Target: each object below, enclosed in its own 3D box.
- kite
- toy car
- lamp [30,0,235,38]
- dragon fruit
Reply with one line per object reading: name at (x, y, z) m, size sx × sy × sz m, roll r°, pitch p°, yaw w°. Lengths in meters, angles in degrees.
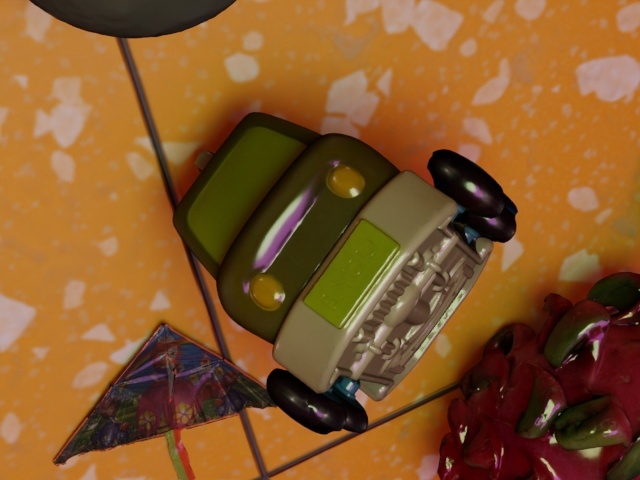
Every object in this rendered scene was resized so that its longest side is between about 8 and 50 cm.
kite at (-0.114, 0.128, 1.092) m, size 0.190 × 0.010 × 0.159 m, roll -11°, pitch 122°, yaw -19°
toy car at (0.000, 0.000, 0.981) m, size 0.204 × 0.198 × 0.248 m, roll -54°, pitch 163°, yaw 2°
lamp at (-0.061, -0.216, 0.857) m, size 0.314 × 0.182 × 0.182 m, roll -11°, pitch 122°, yaw -44°
dragon fruit at (0.212, 0.126, 1.146) m, size 0.218 × 0.198 × 0.273 m, roll 57°, pitch 54°, yaw -77°
